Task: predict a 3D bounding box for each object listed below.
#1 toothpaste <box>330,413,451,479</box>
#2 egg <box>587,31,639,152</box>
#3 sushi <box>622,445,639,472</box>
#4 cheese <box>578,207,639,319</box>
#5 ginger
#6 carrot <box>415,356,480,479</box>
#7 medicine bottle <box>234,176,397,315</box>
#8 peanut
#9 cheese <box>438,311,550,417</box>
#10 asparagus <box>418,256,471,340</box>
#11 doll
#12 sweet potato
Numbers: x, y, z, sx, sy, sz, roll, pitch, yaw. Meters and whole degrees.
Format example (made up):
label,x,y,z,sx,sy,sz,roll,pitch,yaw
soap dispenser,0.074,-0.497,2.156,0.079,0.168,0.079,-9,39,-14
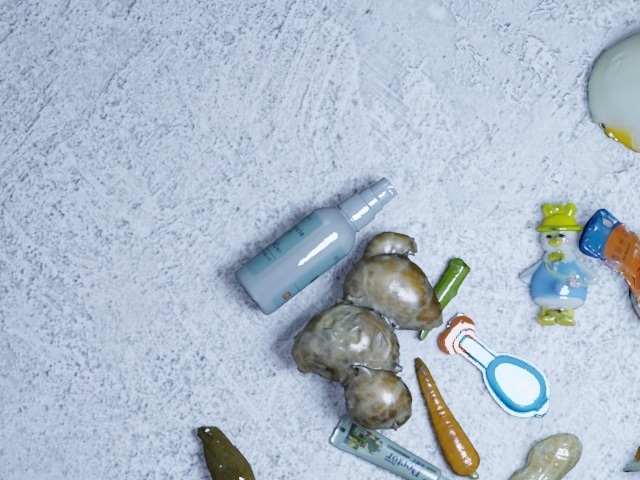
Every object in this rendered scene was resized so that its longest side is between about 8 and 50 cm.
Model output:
label,x,y,z,sx,sy,sz,roll,pitch,yaw
toothpaste,0.143,0.420,1.704,0.255,0.037,0.067,27,83,9
egg,0.678,-0.311,1.731,0.287,0.174,0.264,1,78,5
sushi,0.708,0.380,1.622,0.274,0.184,0.139,9,77,7
cheese,0.637,0.066,1.674,0.329,0.129,0.217,35,58,-4
ginger,0.102,0.158,1.677,0.256,0.176,0.375,19,72,14
carrot,0.236,0.344,1.702,0.061,0.061,0.256,-26,79,-2
medicine bottle,0.000,0.000,1.732,0.352,0.110,0.110,-38,82,-4
peanut,0.420,0.428,1.674,0.174,0.080,0.080,-44,83,-3
cheese,0.342,0.247,1.723,0.256,0.037,0.106,40,83,8
asparagus,0.234,0.116,1.744,0.045,0.041,0.178,38,82,-38
doll,0.463,0.046,1.721,0.099,0.135,0.241,6,82,-30
sweet potato,-0.169,0.484,1.676,0.112,0.085,0.285,-21,81,3
